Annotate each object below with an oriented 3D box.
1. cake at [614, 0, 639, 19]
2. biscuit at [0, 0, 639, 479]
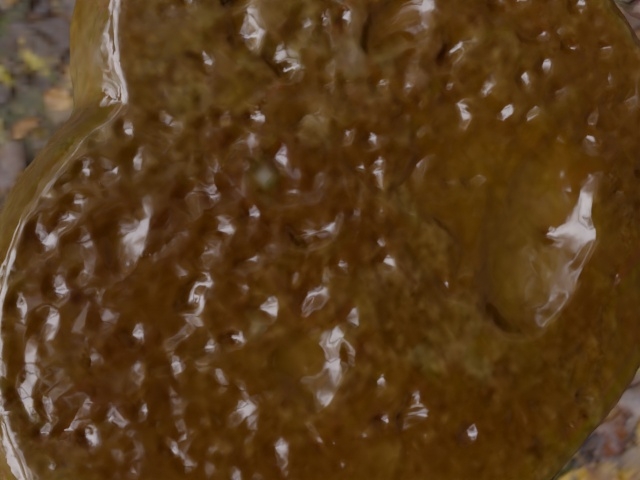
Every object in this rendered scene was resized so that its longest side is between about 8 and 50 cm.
[{"bbox_3d":[0.321,-0.214,0.961,0.314,0.307,0.293,26,126,-13],"label":"cake"},{"bbox_3d":[-0.001,0.000,0.812,0.367,0.063,0.314,-43,104,-19],"label":"biscuit"}]
